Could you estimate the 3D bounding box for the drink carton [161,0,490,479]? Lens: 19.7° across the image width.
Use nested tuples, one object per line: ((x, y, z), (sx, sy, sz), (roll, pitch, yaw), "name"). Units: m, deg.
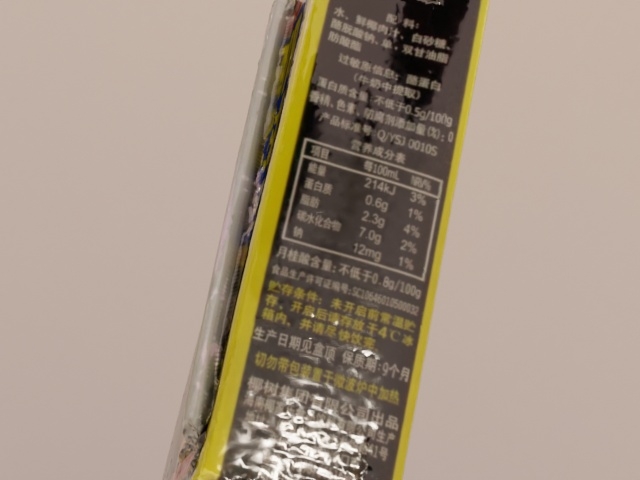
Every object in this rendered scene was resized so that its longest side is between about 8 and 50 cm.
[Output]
((0.000, 0.000, 0.475), (0.056, 0.166, 0.071), (17, -26, -11), "drink carton")
